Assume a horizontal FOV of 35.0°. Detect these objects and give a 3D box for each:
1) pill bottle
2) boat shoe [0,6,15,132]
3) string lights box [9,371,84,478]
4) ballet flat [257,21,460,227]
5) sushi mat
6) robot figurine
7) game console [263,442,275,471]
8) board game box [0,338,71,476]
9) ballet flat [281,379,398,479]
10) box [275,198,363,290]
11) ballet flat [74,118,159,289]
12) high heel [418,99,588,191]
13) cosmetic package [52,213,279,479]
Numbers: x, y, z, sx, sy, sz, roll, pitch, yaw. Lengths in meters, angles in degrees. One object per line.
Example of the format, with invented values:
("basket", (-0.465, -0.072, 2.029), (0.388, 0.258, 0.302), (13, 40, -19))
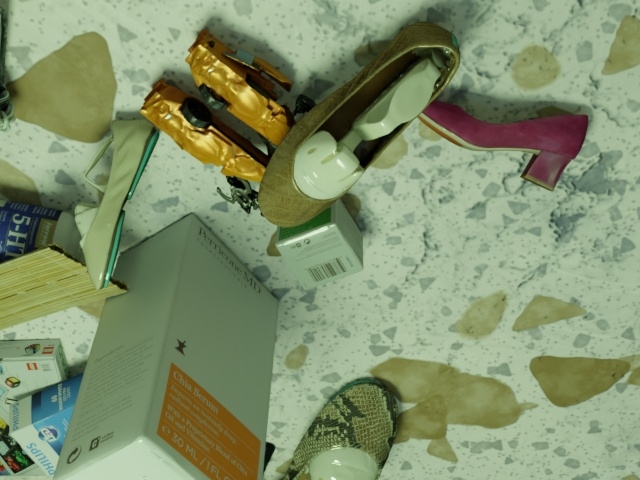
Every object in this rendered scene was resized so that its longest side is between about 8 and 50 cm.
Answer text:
("pill bottle", (-0.422, 0.005, 1.521), (0.187, 0.112, 0.112), (10, 128, -6))
("boat shoe", (-0.468, -0.185, 1.373), (0.105, 0.113, 0.306), (18, 119, 6))
("string lights box", (-0.379, 0.291, 1.723), (0.260, 0.076, 0.133), (-23, 129, 1))
("ballet flat", (0.054, -0.142, 1.302), (0.342, 0.124, 0.116), (-43, 110, 1))
("sushi mat", (-0.447, 0.076, 1.513), (0.316, 0.019, 0.151), (-17, 142, 32))
("robot figurine", (-0.088, -0.150, 1.404), (0.291, 0.085, 0.211), (36, 122, -23))
("game console", (-0.170, 0.427, 1.867), (0.144, 0.124, 0.085), (16, 154, -10))
("board game box", (-0.528, 0.303, 1.797), (0.193, 0.053, 0.305), (-2, 128, 2))
("ballet flat", (-0.001, 0.462, 1.823), (0.164, 0.182, 0.483), (24, 125, -15))
("box", (0.000, 0.000, 1.517), (0.101, 0.087, 0.102), (-20, 124, 17))
("ballet flat", (-0.299, -0.057, 1.418), (0.086, 0.248, 0.086), (16, 169, 3))
("high heel", (0.247, -0.170, 1.401), (0.244, 0.082, 0.117), (27, 94, -1))
("cosmetic package", (-0.199, 0.200, 1.449), (0.161, 0.453, 0.230), (-30, 122, 22))
